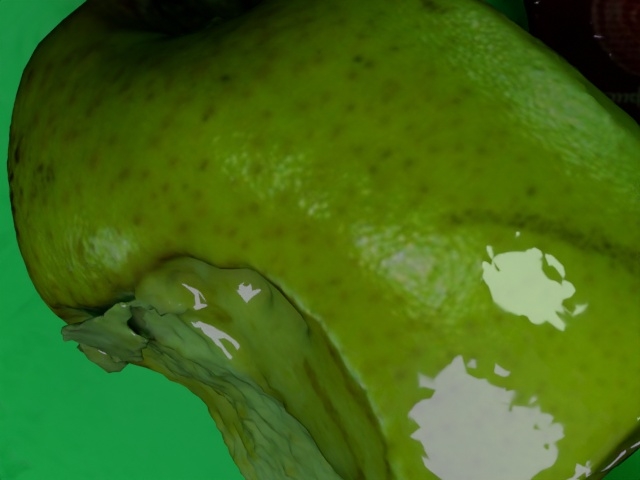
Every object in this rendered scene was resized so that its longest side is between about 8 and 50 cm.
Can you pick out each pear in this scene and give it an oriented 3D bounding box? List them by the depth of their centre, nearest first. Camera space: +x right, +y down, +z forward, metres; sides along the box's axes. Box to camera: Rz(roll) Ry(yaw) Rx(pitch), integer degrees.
[{"bbox_3d":[0.000,0.000,0.666,0.255,0.164,0.238,49,149,0],"label":"pear"}]

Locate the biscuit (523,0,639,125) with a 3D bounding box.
[{"bbox_3d":[0.139,-0.054,0.687,0.151,0.063,0.235,6,135,14],"label":"biscuit"}]
